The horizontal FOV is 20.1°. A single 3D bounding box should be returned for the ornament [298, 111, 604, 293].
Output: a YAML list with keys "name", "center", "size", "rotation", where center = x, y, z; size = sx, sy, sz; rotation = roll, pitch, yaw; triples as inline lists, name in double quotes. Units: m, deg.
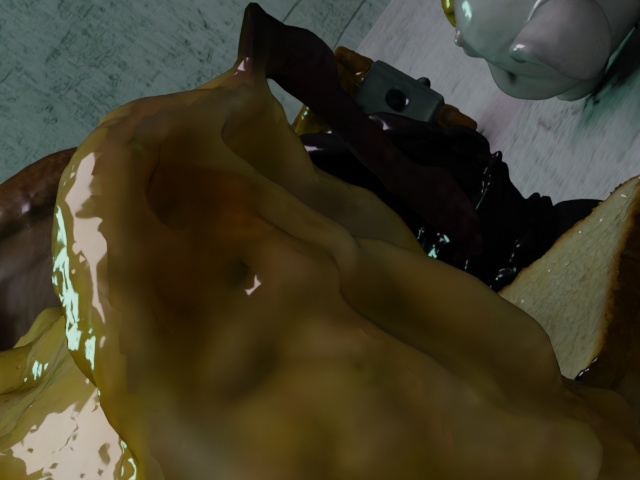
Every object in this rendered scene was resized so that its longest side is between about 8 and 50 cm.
- name: "ornament"
  center: [0.028, -0.003, 1.164]
  size: [0.251, 0.260, 0.106]
  rotation: [-43, 21, 52]

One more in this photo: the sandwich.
- name: "sandwich"
  center: [0.118, 0.076, 0.965]
  size: [0.214, 0.065, 0.186]
  rotation: [-45, 13, 39]

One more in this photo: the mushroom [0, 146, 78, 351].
- name: "mushroom"
  center: [-0.090, 0.064, 0.999]
  size: [0.267, 0.267, 0.254]
  rotation: [-55, 12, 4]

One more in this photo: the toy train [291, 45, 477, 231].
- name: "toy train"
  center: [0.000, 0.000, 1.674]
  size: [0.369, 0.163, 0.231]
  rotation: [-60, 1, -28]

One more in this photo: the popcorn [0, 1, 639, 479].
- name: "popcorn"
  center: [-0.026, 0.097, 0.751]
  size: [0.349, 0.349, 0.381]
  rotation: [-153, 69, -82]

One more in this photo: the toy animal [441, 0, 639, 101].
- name: "toy animal"
  center: [0.166, -0.208, 1.372]
  size: [0.154, 0.208, 0.325]
  rotation: [-15, 1, 3]
